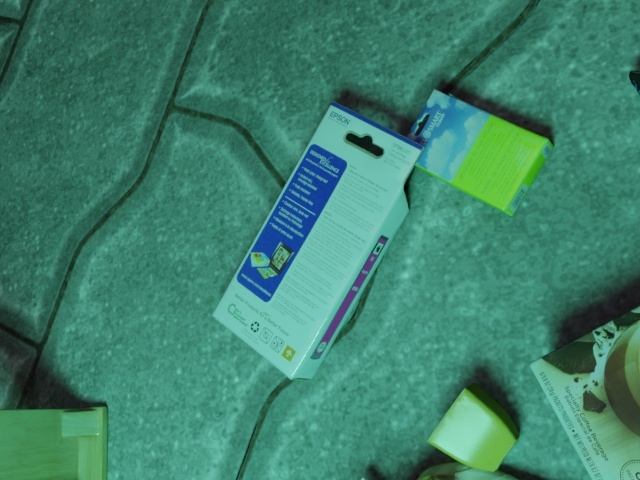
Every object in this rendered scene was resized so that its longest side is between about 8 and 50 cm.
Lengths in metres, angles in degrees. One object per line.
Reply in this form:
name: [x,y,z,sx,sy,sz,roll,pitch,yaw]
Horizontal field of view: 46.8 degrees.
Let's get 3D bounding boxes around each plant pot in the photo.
plant pot: [0.193,0.233,0.899,0.083,0.081,0.081,37,97,20]

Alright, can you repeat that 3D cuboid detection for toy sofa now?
toy sofa: [-0.497,0.327,1.103,0.177,0.362,0.150,-10,74,21]

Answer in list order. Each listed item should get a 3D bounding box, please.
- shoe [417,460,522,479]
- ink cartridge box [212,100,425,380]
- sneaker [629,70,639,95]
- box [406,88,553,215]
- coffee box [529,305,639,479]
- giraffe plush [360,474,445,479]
shoe: [0.211,0.312,0.880,0.219,0.058,0.076,4,81,30]
ink cartridge box: [0.000,0.000,1.068,0.176,0.069,0.371,33,98,32]
sneaker: [0.465,-0.244,0.850,0.232,0.081,0.090,-46,68,14]
box: [0.204,-0.120,0.992,0.178,0.042,0.109,33,95,31]
coffee box: [0.401,0.137,0.777,0.297,0.119,0.168,-34,64,19]
giraffe plush: [0.077,0.375,0.846,0.210,0.170,0.181,19,115,35]
